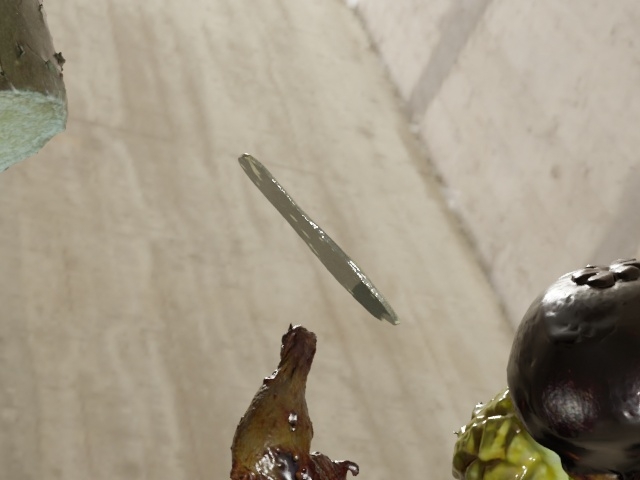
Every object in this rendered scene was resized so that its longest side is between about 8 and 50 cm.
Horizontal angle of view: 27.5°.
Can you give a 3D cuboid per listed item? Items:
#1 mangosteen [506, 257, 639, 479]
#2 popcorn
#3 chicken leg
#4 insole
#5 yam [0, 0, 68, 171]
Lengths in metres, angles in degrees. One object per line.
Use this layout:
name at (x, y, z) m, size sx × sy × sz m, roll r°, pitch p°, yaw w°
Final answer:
mangosteen at (0.342, 0.158, 1.417) m, size 0.233 × 0.288 × 0.287 m, roll -104°, pitch -146°, yaw -53°
popcorn at (0.305, 0.292, 1.738) m, size 0.282 × 0.247 × 0.282 m, roll -55°, pitch -178°, yaw 3°
chicken leg at (-0.029, 0.276, 1.667) m, size 0.083 × 0.177 × 0.322 m, roll -14°, pitch -83°, yaw 50°
insole at (0.000, 0.000, 1.359) m, size 0.011 × 0.248 × 0.081 m, roll -46°, pitch -161°, yaw -14°
yam at (-0.349, -0.231, 1.168) m, size 0.241 × 0.241 × 0.348 m, roll -43°, pitch -122°, yaw 54°
